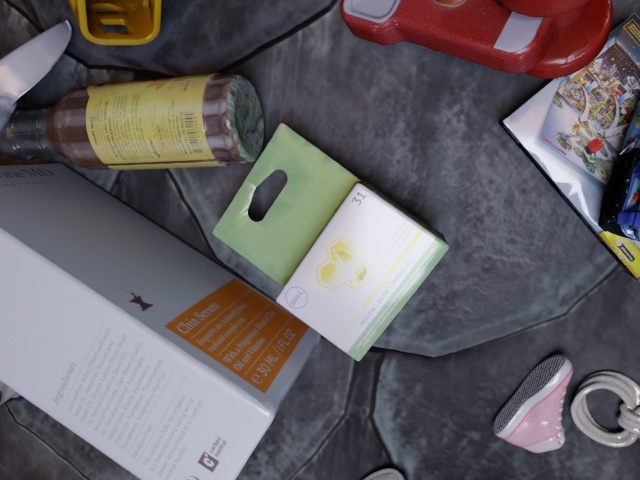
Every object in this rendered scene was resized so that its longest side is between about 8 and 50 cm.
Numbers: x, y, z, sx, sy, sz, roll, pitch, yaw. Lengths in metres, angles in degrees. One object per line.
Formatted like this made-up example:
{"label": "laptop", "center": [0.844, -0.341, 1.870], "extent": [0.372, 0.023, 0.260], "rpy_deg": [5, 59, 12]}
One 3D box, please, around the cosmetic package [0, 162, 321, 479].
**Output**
{"label": "cosmetic package", "center": [-0.245, 0.089, 0.613], "extent": [0.453, 0.230, 0.161], "rpy_deg": [32, 106, 4]}

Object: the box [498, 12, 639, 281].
{"label": "box", "center": [0.334, -0.094, 0.537], "extent": [0.159, 0.044, 0.233], "rpy_deg": [-40, 90, 17]}

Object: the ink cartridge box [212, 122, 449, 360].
{"label": "ink cartridge box", "center": [0.000, 0.000, 0.572], "extent": [0.235, 0.056, 0.171], "rpy_deg": [36, 105, 1]}

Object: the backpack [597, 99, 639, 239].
{"label": "backpack", "center": [0.358, -0.072, 0.447], "extent": [0.158, 0.117, 0.173], "rpy_deg": [16, 98, 17]}

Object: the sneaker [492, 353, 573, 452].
{"label": "sneaker", "center": [0.279, 0.204, 0.608], "extent": [0.070, 0.051, 0.134], "rpy_deg": [32, 110, 3]}

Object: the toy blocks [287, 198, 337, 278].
{"label": "toy blocks", "center": [0.031, -0.006, 0.620], "extent": [0.123, 0.054, 0.148], "rpy_deg": [21, 105, 9]}

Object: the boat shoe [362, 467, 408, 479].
{"label": "boat shoe", "center": [0.071, 0.405, 0.703], "extent": [0.065, 0.075, 0.206], "rpy_deg": [21, 104, -37]}

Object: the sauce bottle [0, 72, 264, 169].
{"label": "sauce bottle", "center": [-0.247, -0.143, 0.625], "extent": [0.344, 0.111, 0.111], "rpy_deg": [1, 101, 13]}

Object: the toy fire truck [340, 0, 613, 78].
{"label": "toy fire truck", "center": [0.178, -0.315, 0.472], "extent": [0.254, 0.169, 0.302], "rpy_deg": [29, 98, 25]}

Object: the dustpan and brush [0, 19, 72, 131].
{"label": "dustpan and brush", "center": [-0.387, -0.191, 0.623], "extent": [0.147, 0.211, 0.060], "rpy_deg": [-25, 123, 16]}

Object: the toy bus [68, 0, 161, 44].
{"label": "toy bus", "center": [-0.262, -0.319, 0.594], "extent": [0.191, 0.202, 0.104], "rpy_deg": [23, 136, 0]}

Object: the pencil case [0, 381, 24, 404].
{"label": "pencil case", "center": [-0.571, 0.237, 0.624], "extent": [0.160, 0.410, 0.183], "rpy_deg": [28, 113, 8]}

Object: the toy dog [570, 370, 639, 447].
{"label": "toy dog", "center": [0.419, 0.311, 0.539], "extent": [0.220, 0.161, 0.333], "rpy_deg": [-10, 99, 14]}
